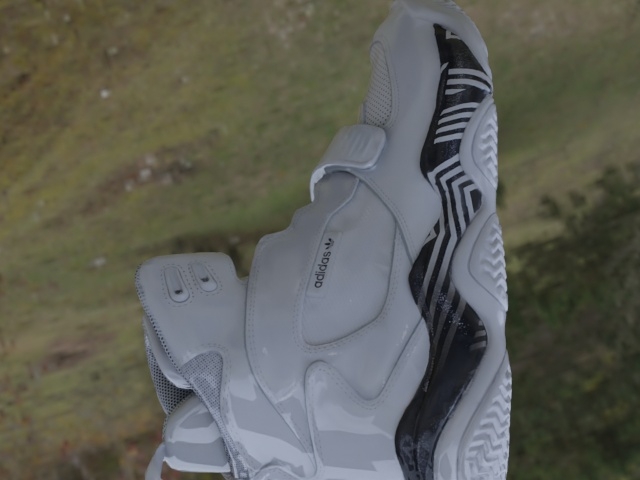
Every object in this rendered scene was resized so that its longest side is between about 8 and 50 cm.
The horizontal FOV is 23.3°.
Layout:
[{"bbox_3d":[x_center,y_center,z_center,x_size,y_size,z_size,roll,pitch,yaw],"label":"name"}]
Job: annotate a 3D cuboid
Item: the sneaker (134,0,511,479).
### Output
[{"bbox_3d":[0.000,0.000,0.937,0.210,0.365,0.137,0,150,-1],"label":"sneaker"}]
